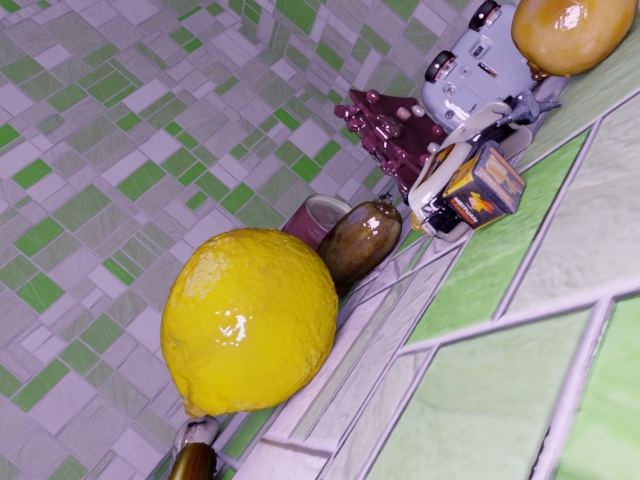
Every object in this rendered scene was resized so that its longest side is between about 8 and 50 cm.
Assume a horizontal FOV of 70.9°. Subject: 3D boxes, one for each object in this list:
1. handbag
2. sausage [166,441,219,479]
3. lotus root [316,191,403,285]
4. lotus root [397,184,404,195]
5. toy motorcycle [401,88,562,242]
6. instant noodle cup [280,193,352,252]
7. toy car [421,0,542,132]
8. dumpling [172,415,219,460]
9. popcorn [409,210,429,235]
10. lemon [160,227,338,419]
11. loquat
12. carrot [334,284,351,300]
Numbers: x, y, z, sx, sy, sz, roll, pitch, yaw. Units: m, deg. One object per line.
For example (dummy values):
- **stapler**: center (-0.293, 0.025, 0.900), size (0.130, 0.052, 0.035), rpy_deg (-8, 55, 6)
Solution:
- **handbag**: center (0.149, -0.171, 0.764), size (0.216, 0.203, 0.074), rpy_deg (-8, -35, -48)
- **sausage**: center (-0.185, 0.359, 0.616), size (0.082, 0.082, 0.371), rpy_deg (-50, 1, -16)
- **lotus root**: center (0.077, 0.011, 0.941), size (0.124, 0.123, 0.241), rpy_deg (-8, -34, -45)
- **lotus root**: center (0.248, -0.168, 1.099), size (0.165, 0.088, 0.088), rpy_deg (-56, -1, 14)
- **toy motorcycle**: center (0.200, -0.101, 0.569), size (0.157, 0.091, 0.263), rpy_deg (-36, 13, 51)
- **instant noodle cup**: center (0.000, 0.000, 1.185), size (0.178, 0.234, 0.235), rpy_deg (-56, -3, 31)
- **toy car**: center (0.338, -0.326, 0.926), size (0.270, 0.180, 0.212), rpy_deg (-49, -10, 5)
- **dumpling**: center (-0.320, 0.507, 1.120), size (0.150, 0.092, 0.176), rpy_deg (-64, 10, -18)
- **popcorn**: center (0.169, -0.045, 0.681), size (0.083, 0.057, 0.082), rpy_deg (-44, 11, 48)
- **lemon**: center (-0.109, 0.126, 0.713), size (0.268, 0.268, 0.322), rpy_deg (131, 157, -57)
- **loquat**: center (0.326, -0.288, 0.585), size (0.163, 0.137, 0.163), rpy_deg (-56, 16, 25)
- **carrot**: center (0.062, 0.091, 1.078), size (0.047, 0.047, 0.191), rpy_deg (-49, -4, 28)
